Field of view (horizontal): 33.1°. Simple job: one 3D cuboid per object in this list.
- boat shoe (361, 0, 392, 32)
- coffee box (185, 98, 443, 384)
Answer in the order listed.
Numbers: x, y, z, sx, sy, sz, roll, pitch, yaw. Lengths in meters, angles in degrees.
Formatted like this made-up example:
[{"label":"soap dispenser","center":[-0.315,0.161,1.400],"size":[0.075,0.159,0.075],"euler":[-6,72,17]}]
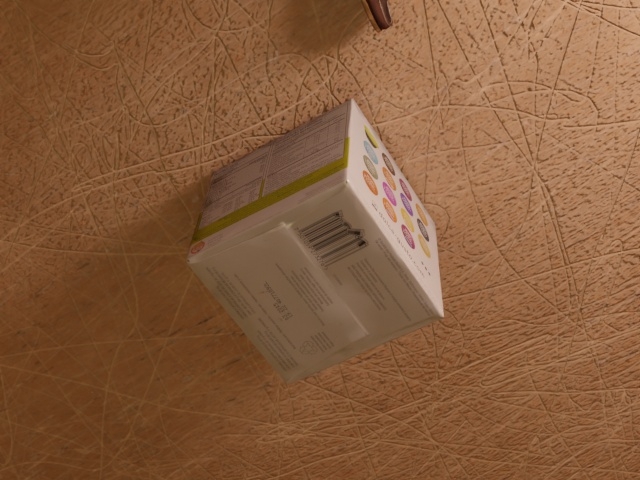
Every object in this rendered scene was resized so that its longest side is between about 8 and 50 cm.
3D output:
[{"label":"boat shoe","center":[0.091,-0.472,1.914],"size":[0.073,0.073,0.207],"euler":[-18,118,14]},{"label":"coffee box","center":[0.000,0.000,2.042],"size":[0.338,0.334,0.337],"euler":[-26,117,18]}]
